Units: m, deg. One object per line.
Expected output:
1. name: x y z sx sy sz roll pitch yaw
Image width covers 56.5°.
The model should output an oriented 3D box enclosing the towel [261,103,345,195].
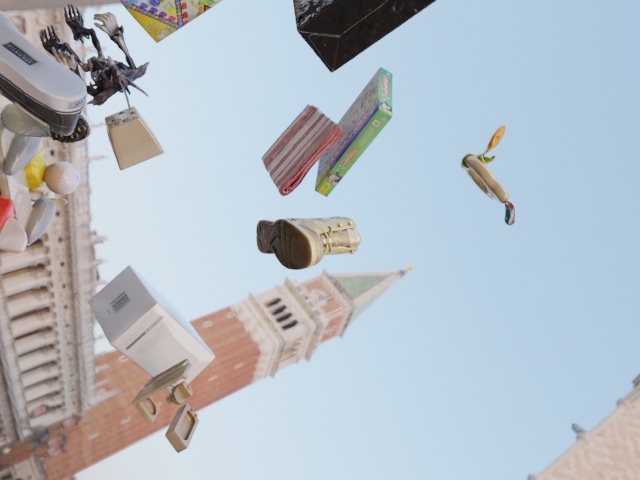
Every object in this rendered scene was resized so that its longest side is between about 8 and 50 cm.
1. towel: -0.060 -0.263 1.682 0.037 0.237 0.329 40 8 -26

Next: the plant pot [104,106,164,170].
1. plant pot: -0.438 -0.244 1.375 0.109 0.109 0.096 52 -18 48

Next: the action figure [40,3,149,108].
1. action figure: -0.480 -0.388 1.253 0.275 0.164 0.141 38 -16 24

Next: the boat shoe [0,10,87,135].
1. boat shoe: -0.526 -0.292 0.997 0.306 0.113 0.105 34 -50 -1

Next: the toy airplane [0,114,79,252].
1. toy airplane: -0.751 -0.138 1.500 0.386 0.272 0.385 -146 -124 -64

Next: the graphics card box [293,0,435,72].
1. graphics card box: 0.066 -0.439 0.907 0.232 0.094 0.371 -30 -140 21

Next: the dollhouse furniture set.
1. dollhouse furniture set: -0.280 0.338 1.251 0.151 0.123 0.144 58 8 -10

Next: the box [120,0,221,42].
1. box: -0.372 -0.694 1.426 0.290 0.279 0.177 60 4 18

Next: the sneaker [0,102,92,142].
1. sneaker: -0.562 -0.254 1.248 0.237 0.086 0.085 12 -67 24

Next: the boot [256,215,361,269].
1. boot: 0.000 0.000 1.222 0.262 0.203 0.095 -169 -102 -64

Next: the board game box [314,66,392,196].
1. board game box: 0.090 -0.294 1.632 0.317 0.046 0.214 -49 -157 39

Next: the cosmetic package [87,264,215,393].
1. cosmetic package: -0.398 0.209 1.407 0.224 0.138 0.225 33 -18 51

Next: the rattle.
1. rattle: 0.433 -0.147 1.388 0.200 0.142 0.130 52 -11 35
